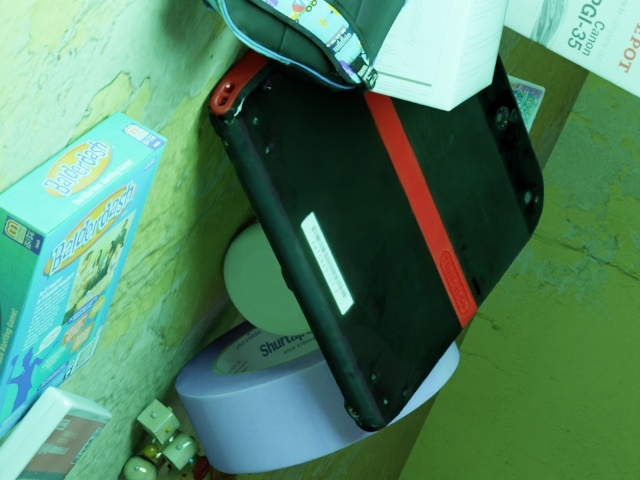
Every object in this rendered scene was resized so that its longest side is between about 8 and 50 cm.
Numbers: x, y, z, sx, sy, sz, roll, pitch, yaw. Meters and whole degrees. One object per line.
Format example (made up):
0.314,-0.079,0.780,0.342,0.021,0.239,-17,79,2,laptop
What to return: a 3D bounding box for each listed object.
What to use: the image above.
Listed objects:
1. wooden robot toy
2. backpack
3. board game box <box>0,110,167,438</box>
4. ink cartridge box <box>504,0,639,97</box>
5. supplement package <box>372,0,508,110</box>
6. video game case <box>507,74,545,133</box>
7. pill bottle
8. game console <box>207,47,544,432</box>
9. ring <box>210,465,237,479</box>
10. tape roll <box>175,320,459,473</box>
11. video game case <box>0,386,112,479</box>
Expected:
-0.164,0.228,1.875,0.079,0.076,0.173,-45,165,-16,wooden robot toy
-0.018,-0.201,1.292,0.173,0.117,0.158,18,101,-48,backpack
-0.190,0.031,1.286,0.160,0.047,0.210,-44,161,-54,board game box
0.241,-0.299,1.765,0.117,0.283,0.207,-50,165,-43,ink cartridge box
0.080,-0.243,1.439,0.134,0.139,0.244,-36,140,-66,supplement package
0.157,-0.136,2.085,0.019,0.157,0.143,86,26,-65,video game case
0.000,0.000,1.876,0.221,0.121,0.121,-44,161,-56,pill bottle
0.063,-0.071,1.667,0.342,0.060,0.386,-49,130,-32,game console
-0.041,0.176,2.385,0.336,0.032,0.336,-56,168,-18,ring
-0.004,0.127,1.848,0.274,0.090,0.275,-23,-168,5,tape roll
-0.267,0.235,1.396,0.285,0.025,0.204,-52,174,-5,video game case
